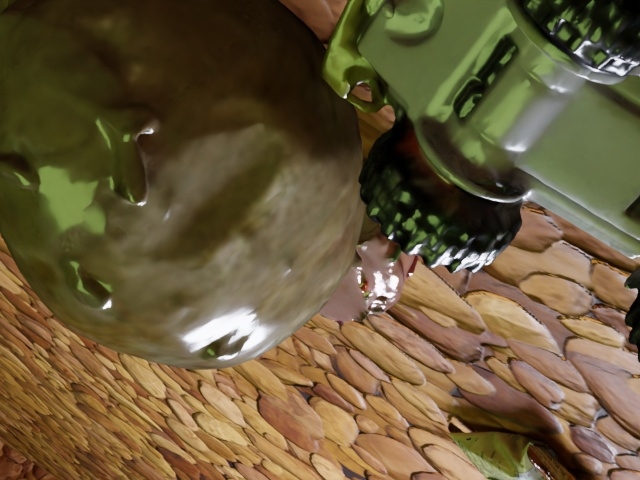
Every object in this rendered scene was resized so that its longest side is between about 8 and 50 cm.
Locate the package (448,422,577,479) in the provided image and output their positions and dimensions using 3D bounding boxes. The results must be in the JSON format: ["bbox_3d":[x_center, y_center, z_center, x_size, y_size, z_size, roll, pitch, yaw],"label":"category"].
[{"bbox_3d":[0.160,0.183,0.912,0.108,0.031,0.121,46,162,-18],"label":"package"}]

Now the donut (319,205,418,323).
[{"bbox_3d":[0.000,0.000,0.750,0.166,0.065,0.117,20,150,39],"label":"donut"}]

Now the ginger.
[{"bbox_3d":[-0.090,-0.074,0.554,0.244,0.155,0.304,40,-171,-50],"label":"ginger"}]

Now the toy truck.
[{"bbox_3d":[0.138,-0.025,0.436,0.286,0.111,0.136,32,128,-5],"label":"toy truck"}]
